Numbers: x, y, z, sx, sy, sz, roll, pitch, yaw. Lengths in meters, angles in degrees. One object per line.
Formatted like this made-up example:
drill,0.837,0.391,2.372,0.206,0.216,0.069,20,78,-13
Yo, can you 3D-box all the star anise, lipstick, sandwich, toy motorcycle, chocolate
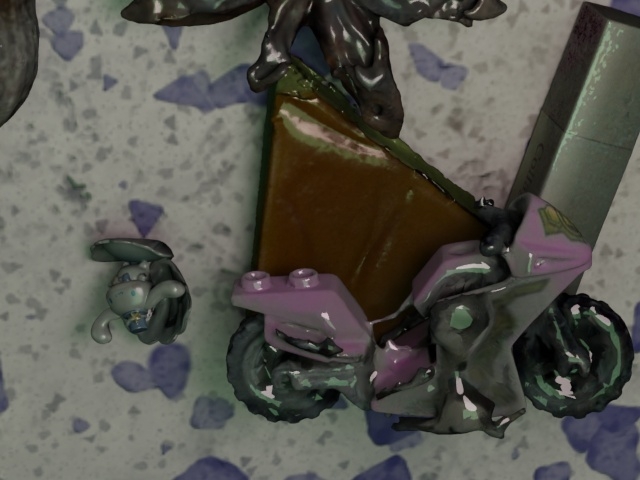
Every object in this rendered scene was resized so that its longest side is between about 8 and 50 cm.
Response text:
star anise,0.007,-0.195,1.355,0.258,0.110,0.198,29,91,-4
lipstick,0.203,-0.038,1.490,0.068,0.066,0.317,14,109,-15
sandwich,0.000,0.000,1.470,0.245,0.063,0.212,37,102,-21
toy motorcycle,0.085,0.055,1.412,0.327,0.143,0.188,-1,110,4
chocolate,-0.257,-0.191,1.322,0.110,0.110,0.248,2,115,-11

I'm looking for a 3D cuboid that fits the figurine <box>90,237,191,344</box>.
figurine,-0.145,0.043,1.451,0.082,0.094,0.086,10,80,-52
